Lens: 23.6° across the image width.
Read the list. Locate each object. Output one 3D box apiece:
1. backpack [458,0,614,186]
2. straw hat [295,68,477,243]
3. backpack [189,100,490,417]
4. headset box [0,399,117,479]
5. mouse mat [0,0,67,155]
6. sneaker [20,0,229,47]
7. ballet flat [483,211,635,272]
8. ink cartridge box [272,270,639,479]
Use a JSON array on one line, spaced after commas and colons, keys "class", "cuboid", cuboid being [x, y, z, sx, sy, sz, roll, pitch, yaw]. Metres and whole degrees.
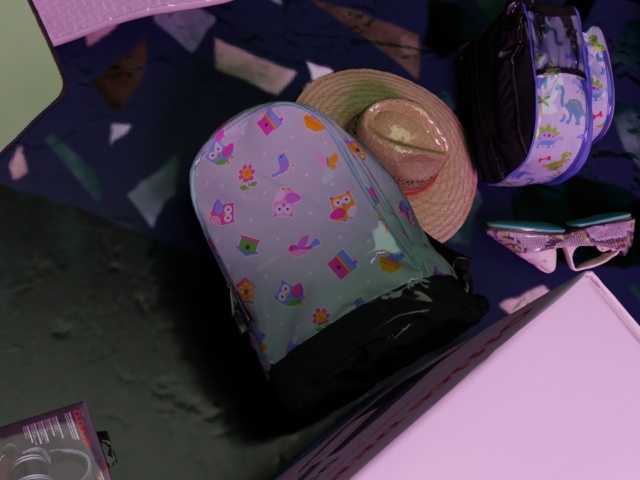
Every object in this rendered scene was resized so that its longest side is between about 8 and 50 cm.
[{"class": "backpack", "cuboid": [0.151, -0.096, 1.055, 0.084, 0.105, 0.114, 3, 73, -19]}, {"class": "straw hat", "cuboid": [0.051, -0.064, 1.034, 0.144, 0.061, 0.144, 6, 70, -17]}, {"class": "backpack", "cuboid": [0.000, 0.000, 0.950, 0.152, 0.115, 0.182, -30, 73, 4]}, {"class": "headset box", "cuboid": [-0.163, 0.136, 0.909, 0.083, 0.032, 0.062, -16, 78, -21]}, {"class": "mouse mat", "cuboid": [-0.235, -0.086, 0.908, 0.007, 0.152, 0.190, 23, 58, 32]}, {"class": "sneaker", "cuboid": [-0.169, -0.210, 1.003, 0.256, 0.094, 0.151, -8, 51, -7]}, {"class": "ballet flat", "cuboid": [0.168, 0.003, 1.067, 0.114, 0.041, 0.041, -4, 74, -19]}, {"class": "ink cartridge box", "cuboid": [0.043, 0.163, 0.818, 0.223, 0.307, 0.129, -38, 88, -26]}]
